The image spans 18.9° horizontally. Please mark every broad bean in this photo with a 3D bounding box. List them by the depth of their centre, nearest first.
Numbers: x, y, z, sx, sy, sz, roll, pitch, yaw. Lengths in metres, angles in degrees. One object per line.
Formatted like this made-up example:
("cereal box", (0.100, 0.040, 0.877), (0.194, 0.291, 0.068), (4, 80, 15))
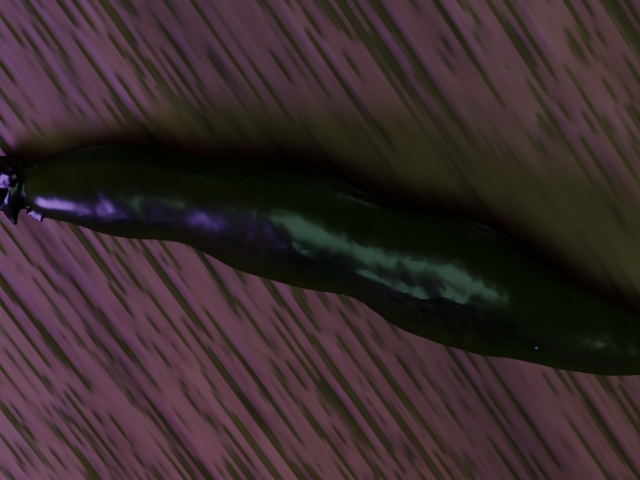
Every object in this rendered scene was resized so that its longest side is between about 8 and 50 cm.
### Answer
("broad bean", (0.000, -0.001, 0.761), (0.297, 0.043, 0.060), (16, 132, 7))
